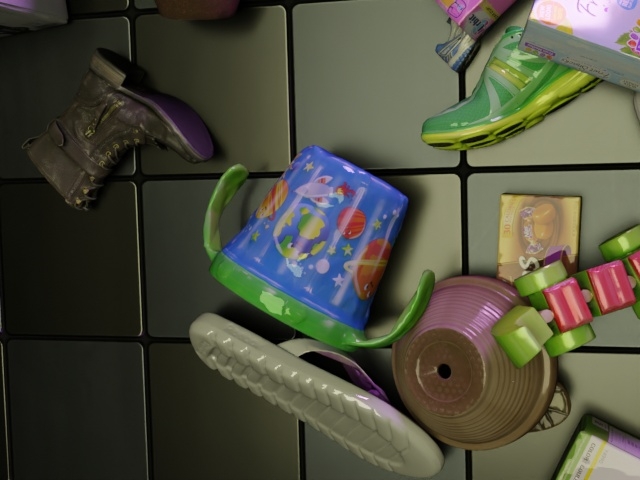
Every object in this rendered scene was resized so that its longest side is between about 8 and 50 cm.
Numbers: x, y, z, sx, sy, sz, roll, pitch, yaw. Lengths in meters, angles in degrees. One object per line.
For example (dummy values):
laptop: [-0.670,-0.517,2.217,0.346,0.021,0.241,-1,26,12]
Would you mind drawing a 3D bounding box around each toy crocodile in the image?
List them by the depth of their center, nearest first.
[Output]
toy crocodile: [0.364,0.060,1.318,0.340,0.105,0.115,-22,85,-14]

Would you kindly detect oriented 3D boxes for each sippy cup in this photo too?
sippy cup: [0.000,0.000,1.421,0.305,0.240,0.224,28,91,-13]

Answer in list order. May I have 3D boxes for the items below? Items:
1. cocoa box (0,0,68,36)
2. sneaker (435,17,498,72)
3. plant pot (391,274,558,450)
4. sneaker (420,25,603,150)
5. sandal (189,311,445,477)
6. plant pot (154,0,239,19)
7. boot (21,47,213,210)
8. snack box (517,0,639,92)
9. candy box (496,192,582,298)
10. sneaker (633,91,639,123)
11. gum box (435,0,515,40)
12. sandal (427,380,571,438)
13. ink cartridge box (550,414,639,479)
cocoa box: [-0.546,-0.479,1.517,0.227,0.231,0.347,-8,92,17]
sneaker: [0.203,-0.300,1.415,0.058,0.052,0.135,36,103,14]
plant pot: [0.186,0.166,1.382,0.237,0.109,0.237,1,92,32]
sneaker: [0.260,-0.215,1.386,0.295,0.109,0.124,-30,79,8]
sandal: [0.002,0.196,1.483,0.416,0.169,0.102,28,61,12]
plant pot: [-0.175,-0.430,1.448,0.215,0.215,0.231,7,111,15]
boot: [-0.307,-0.135,1.566,0.263,0.091,0.229,41,109,13]
snack box: [0.362,-0.305,1.299,0.174,0.070,0.207,22,65,7]
candy box: [0.296,0.030,1.415,0.109,0.053,0.187,4,94,16]
sneaker: [0.525,-0.093,1.269,0.180,0.124,0.321,-31,86,48]
gum box: [0.178,-0.372,1.382,0.107,0.062,0.188,-44,62,15]
sandal: [0.244,0.231,1.449,0.219,0.060,0.090,-21,83,31]
ink cartridge box: [0.428,0.377,1.384,0.255,0.097,0.189,26,101,13]
